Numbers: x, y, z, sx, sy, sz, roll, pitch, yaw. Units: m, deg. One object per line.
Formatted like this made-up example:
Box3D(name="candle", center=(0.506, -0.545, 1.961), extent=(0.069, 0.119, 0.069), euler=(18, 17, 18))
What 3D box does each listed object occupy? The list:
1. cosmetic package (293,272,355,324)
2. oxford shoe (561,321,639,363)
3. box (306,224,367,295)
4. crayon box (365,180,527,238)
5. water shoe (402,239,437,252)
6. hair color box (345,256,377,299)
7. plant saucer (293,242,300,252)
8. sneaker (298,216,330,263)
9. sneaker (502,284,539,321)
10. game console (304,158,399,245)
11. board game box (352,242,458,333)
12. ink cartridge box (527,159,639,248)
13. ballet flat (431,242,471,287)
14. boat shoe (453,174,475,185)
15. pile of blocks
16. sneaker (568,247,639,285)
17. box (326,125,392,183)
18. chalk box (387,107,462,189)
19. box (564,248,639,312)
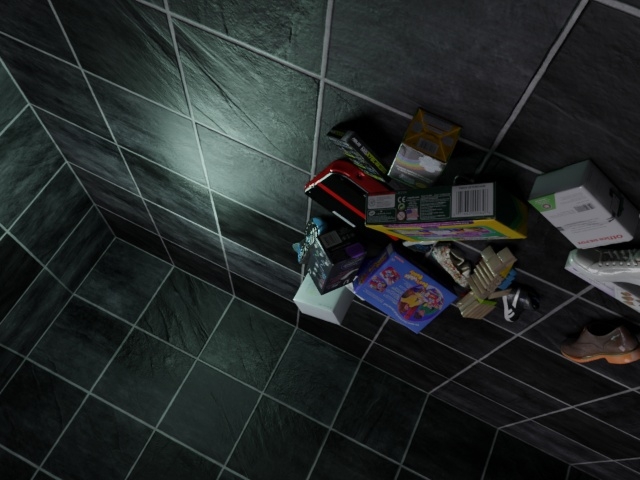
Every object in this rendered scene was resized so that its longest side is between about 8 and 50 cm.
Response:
Box3D(name="cosmetic package", center=(0.030, 0.251, 2.564), extent=(0.224, 0.225, 0.138), euler=(13, 152, 30))
Box3D(name="oxford shoe", center=(0.980, 0.351, 1.912), extent=(0.133, 0.129, 0.363), euler=(63, 161, 3))
Box3D(name="box", center=(0.060, 0.081, 2.176), extent=(0.143, 0.165, 0.270), euler=(59, 155, 24))
Box3D(name="crayon box", center=(0.358, -0.070, 1.509), extent=(0.362, 0.106, 0.313), euler=(-2, 172, 34))
Box3D(name="water shoe", center=(0.373, 0.000, 1.895), extent=(0.080, 0.073, 0.203), euler=(37, 164, -18))
Box3D(name="hair color box", center=(0.248, 0.165, 2.304), extent=(0.185, 0.110, 0.338), euler=(41, 151, -25))
Box3D(name="plant saucer", center=(-0.072, 0.043, 2.512), extent=(0.119, 0.021, 0.119), euler=(23, 155, 11))
Box3D(name="sneaker", center=(0.000, 0.000, 2.279), extent=(0.139, 0.125, 0.341), euler=(4, 156, -13))
Box3D(name="sneaker", center=(0.740, 0.246, 1.963), extent=(0.121, 0.079, 0.217), euler=(13, 150, 35))
Box3D(name="game console", center=(0.151, -0.125, 1.918), extent=(0.386, 0.060, 0.342), euler=(35, 161, -12))
Box3D(name="board game box", center=(0.331, 0.193, 2.105), extent=(0.347, 0.078, 0.233), euler=(34, 112, -22))
Box3D(name="ink cartridge box", center=(0.671, -0.085, 1.369), extent=(0.219, 0.093, 0.160), euler=(37, 155, -19))
Box3D(name="ballet flat", center=(0.492, 0.091, 1.932), extent=(0.077, 0.091, 0.241), euler=(-26, 129, 35))
Box3D(name="boat shoe", center=(0.444, -0.146, 1.554), extent=(0.125, 0.038, 0.046), euler=(29, 137, 1))
Box3D(name="pile of blocks", center=(0.587, 0.130, 1.875), extent=(0.148, 0.113, 0.362), euler=(-7, 139, -20))
Box3D(name="sneaker", center=(0.843, 0.052, 1.467), extent=(0.289, 0.106, 0.123), euler=(12, 143, 16))
Box3D(name="box", center=(0.118, -0.257, 1.597), extent=(0.184, 0.045, 0.190), euler=(39, -178, -23))
Box3D(name="chalk box", center=(0.276, -0.229, 1.471), extent=(0.132, 0.132, 0.213), euler=(26, 157, 4))
Box3D(name="box", center=(0.886, 0.128, 1.595), extent=(0.323, 0.067, 0.063), euler=(29, 156, -3))
